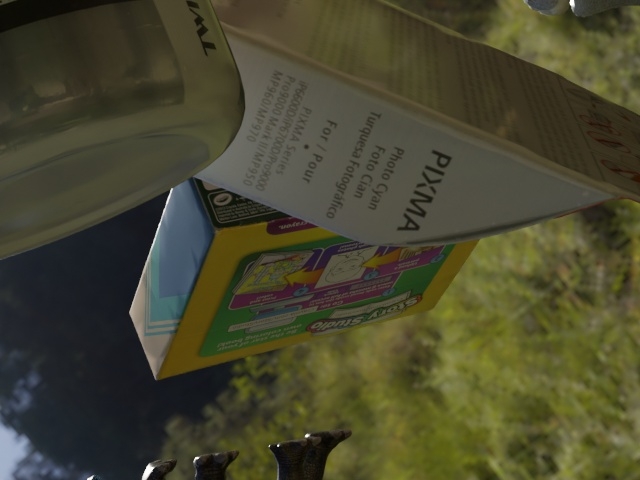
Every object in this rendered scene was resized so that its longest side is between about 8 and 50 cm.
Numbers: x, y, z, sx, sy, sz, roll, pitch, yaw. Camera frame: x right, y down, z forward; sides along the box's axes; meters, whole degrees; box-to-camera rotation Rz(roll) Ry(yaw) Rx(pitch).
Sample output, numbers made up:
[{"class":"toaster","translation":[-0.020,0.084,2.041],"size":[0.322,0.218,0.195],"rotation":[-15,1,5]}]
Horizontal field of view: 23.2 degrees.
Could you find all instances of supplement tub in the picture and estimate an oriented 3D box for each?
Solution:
[{"class":"supplement tub","translation":[-0.173,-0.160,0.704],"size":[0.316,0.193,0.193],"rotation":[68,-163,7]}]

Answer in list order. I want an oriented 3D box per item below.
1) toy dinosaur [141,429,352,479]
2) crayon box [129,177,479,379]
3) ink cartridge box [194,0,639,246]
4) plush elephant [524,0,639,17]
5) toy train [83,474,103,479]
[{"class":"toy dinosaur","translation":[-0.041,0.217,1.048],"size":[0.121,0.313,0.160],"rotation":[58,-159,-85]},{"class":"crayon box","translation":[0.000,0.000,1.691],"size":[0.363,0.313,0.106],"rotation":[-12,-116,-25]},{"class":"ink cartridge box","translation":[0.093,-0.058,0.978],"size":[0.385,0.091,0.308],"rotation":[24,-163,-4]},{"class":"plush elephant","translation":[0.379,-0.196,1.412],"size":[0.330,0.272,0.255],"rotation":[-31,-74,-47]},{"class":"toy train","translation":[-0.271,0.347,1.700],"size":[0.105,0.080,0.184],"rotation":[45,-133,-7]}]
